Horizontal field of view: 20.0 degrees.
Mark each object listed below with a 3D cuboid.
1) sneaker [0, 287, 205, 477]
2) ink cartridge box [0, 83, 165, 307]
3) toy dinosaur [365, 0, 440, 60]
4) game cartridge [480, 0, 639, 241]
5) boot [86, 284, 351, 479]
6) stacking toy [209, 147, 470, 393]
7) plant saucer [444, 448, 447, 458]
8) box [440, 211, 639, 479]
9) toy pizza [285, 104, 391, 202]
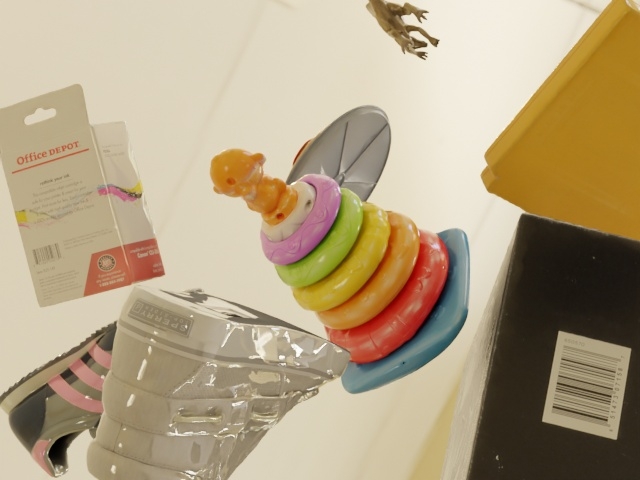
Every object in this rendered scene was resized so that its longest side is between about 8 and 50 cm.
[{"bbox_3d":[-0.240,0.171,2.188,0.319,0.131,0.112,-33,-9,26],"label":"sneaker"},{"bbox_3d":[-0.235,-0.045,1.760,0.067,0.115,0.198,-15,-89,-64],"label":"ink cartridge box"},{"bbox_3d":[0.080,-0.256,2.086,0.053,0.092,0.183,-49,-44,-7],"label":"toy dinosaur"},{"bbox_3d":[0.387,-0.115,2.173,0.323,0.053,0.285,26,-63,-27],"label":"game cartridge"},{"bbox_3d":[-0.068,0.103,1.148,0.258,0.095,0.123,17,-86,-65],"label":"boot"},{"bbox_3d":[0.000,0.000,1.842,0.175,0.302,0.166,-35,32,29],"label":"stacking toy"},{"bbox_3d":[0.274,0.307,2.146,0.084,0.332,0.332,5,-66,-34],"label":"plant saucer"},{"bbox_3d":[0.216,0.209,1.724,0.312,0.178,0.343,100,-175,-59],"label":"box"},{"bbox_3d":[0.009,-0.075,2.122,0.201,0.032,0.201,-40,-29,-28],"label":"toy pizza"}]
